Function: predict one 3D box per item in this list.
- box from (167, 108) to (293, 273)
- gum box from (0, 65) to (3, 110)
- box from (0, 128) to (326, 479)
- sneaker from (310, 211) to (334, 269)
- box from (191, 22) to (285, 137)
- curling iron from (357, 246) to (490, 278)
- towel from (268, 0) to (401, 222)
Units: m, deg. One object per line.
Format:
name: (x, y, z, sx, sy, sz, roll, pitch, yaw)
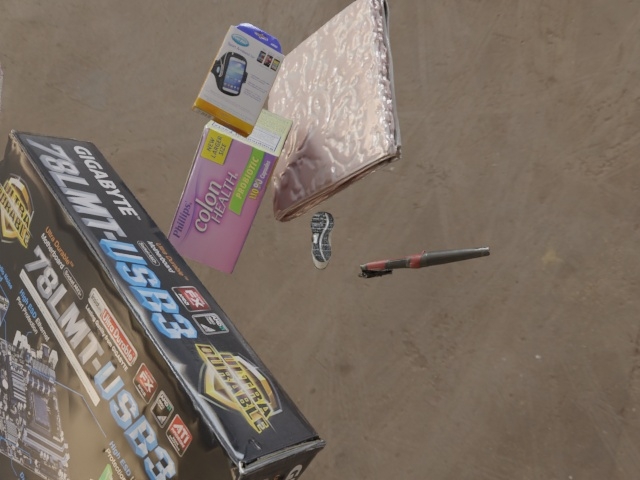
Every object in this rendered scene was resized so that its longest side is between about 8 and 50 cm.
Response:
box: (-0.146, -0.101, 1.065, 0.117, 0.243, 0.214, 22, 112, -5)
gum box: (-0.492, -0.177, 0.847, 0.107, 0.062, 0.188, -4, 58, -15)
box: (-0.172, 0.127, 0.433, 0.295, 0.073, 0.293, 45, 114, 29)
sneaker: (0.000, 0.000, 1.056, 0.040, 0.044, 0.109, 7, 55, -1)
box: (-0.103, -0.213, 0.830, 0.081, 0.028, 0.136, 26, 76, -18)
curling iron: (0.204, 0.039, 1.284, 0.274, 0.068, 0.035, -13, 82, 24)
towel: (0.012, -0.233, 1.148, 0.053, 0.317, 0.332, 14, 63, -39)
